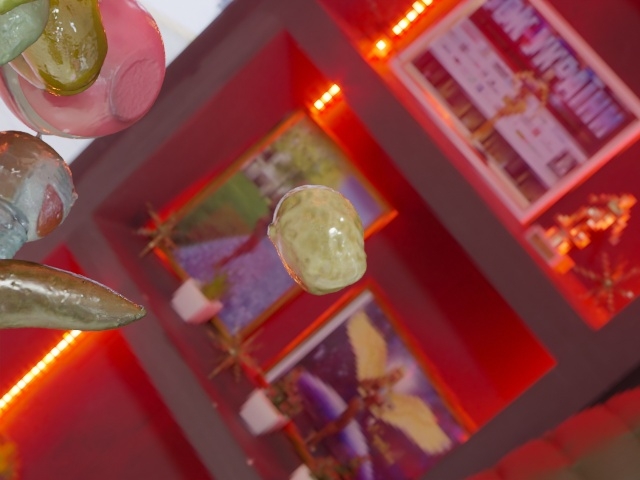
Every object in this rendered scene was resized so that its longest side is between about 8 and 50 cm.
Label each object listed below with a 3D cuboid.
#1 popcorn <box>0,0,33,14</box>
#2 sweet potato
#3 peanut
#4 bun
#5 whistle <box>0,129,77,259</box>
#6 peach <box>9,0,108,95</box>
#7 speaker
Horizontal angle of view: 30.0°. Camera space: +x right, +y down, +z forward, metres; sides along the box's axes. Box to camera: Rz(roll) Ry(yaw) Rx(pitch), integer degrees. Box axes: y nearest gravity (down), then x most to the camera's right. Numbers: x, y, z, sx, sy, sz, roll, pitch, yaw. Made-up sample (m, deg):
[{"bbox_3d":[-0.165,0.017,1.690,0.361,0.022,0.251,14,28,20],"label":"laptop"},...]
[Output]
[{"bbox_3d":[-0.236,-0.406,1.183,0.326,0.290,0.321,22,39,32],"label":"popcorn"},{"bbox_3d":[-0.364,0.063,1.290,0.346,0.079,0.108,-1,8,-35],"label":"sweet potato"},{"bbox_3d":[0.000,0.000,1.597,0.159,0.109,0.140,52,-24,32],"label":"peanut"},{"bbox_3d":[-0.442,-0.306,1.501,0.195,0.195,0.118,57,-9,37],"label":"bun"},{"bbox_3d":[-0.476,-0.030,1.782,0.189,0.189,0.347,41,50,-26],"label":"whistle"},{"bbox_3d":[-0.405,-0.324,1.734,0.251,0.153,0.251,58,-16,28],"label":"peach"},{"bbox_3d":[-0.418,-0.307,2.048,0.294,0.294,0.294,44,13,-13],"label":"speaker"}]
